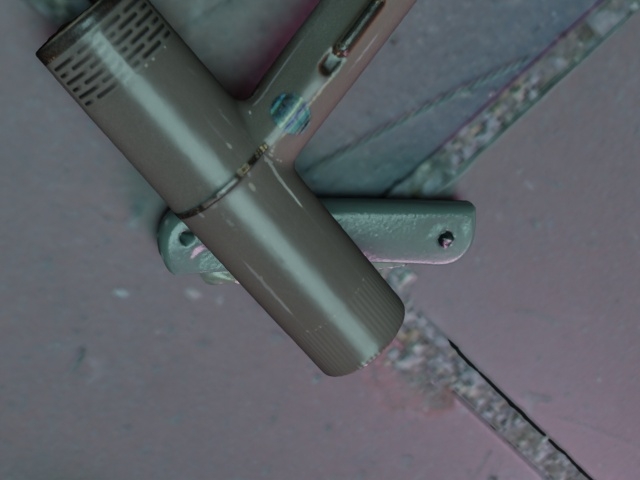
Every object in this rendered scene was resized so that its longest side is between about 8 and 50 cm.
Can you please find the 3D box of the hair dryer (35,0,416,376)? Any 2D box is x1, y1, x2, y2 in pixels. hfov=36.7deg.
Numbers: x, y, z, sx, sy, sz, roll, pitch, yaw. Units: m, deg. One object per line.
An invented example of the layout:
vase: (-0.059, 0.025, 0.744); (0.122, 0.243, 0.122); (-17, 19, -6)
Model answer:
hair dryer: (0.025, -0.077, 0.431); (0.220, 0.054, 0.195); (-41, 109, -6)

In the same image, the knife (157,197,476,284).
knife: (0.000, 0.000, 0.482); (0.162, 0.023, 0.044); (-1, 109, -16)
